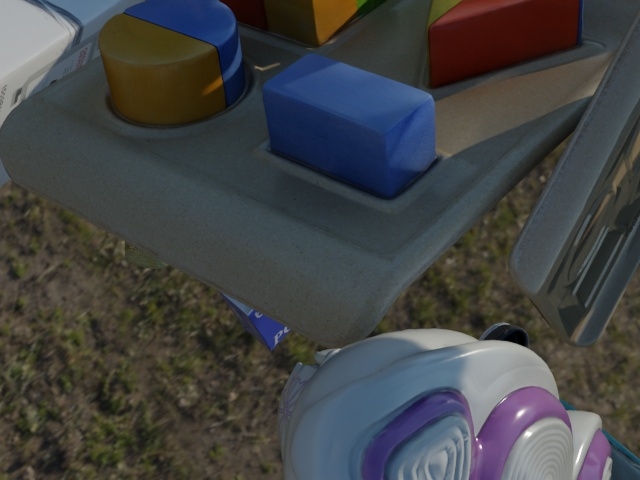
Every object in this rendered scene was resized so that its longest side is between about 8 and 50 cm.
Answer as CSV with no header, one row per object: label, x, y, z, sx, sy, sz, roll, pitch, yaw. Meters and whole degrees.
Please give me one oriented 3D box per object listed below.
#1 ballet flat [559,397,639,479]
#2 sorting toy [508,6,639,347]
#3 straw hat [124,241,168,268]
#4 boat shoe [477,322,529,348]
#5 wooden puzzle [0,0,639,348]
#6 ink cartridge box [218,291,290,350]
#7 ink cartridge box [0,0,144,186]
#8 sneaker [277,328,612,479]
ballet flat,0.189,0.162,0.685,0.213,0.072,0.068,30,79,-17
sorting toy,0.184,-0.035,0.718,0.193,0.038,0.208,-62,153,-3
straw hat,-0.193,0.000,1.306,0.144,0.144,0.061,-6,109,-36
boat shoe,0.223,0.214,1.563,0.080,0.076,0.228,38,75,-8
wooden puzzle,0.003,-0.120,0.734,0.322,0.080,0.348,25,54,33
ink cartridge box,0.000,0.000,1.043,0.046,0.097,0.207,39,78,24
ink cartridge box,-0.305,-0.151,1.037,0.117,0.207,0.283,39,47,4
sneaker,0.029,0.097,0.455,0.305,0.152,0.114,39,67,-66
